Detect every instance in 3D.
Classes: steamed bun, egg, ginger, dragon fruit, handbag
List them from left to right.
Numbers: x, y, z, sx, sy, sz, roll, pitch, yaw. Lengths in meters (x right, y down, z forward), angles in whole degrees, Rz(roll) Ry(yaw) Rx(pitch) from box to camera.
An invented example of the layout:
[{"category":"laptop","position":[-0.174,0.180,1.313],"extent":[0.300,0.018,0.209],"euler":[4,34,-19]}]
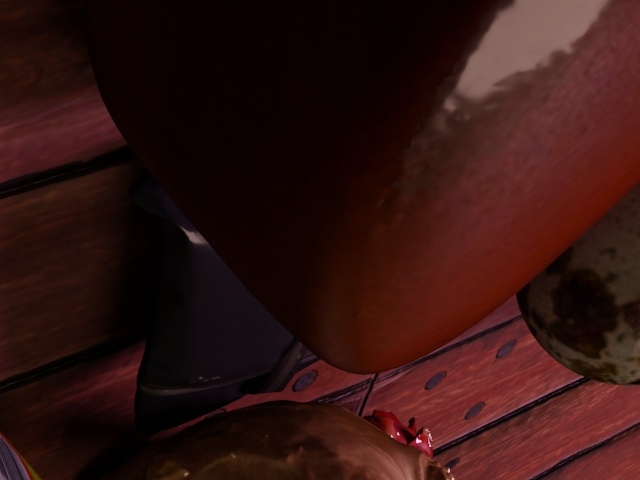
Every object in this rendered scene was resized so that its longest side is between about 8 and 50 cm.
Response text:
[{"category":"ginger","position":[-0.023,0.202,1.046],"extent":[0.236,0.166,0.375],"euler":[-19,149,0]},{"category":"handbag","position":[0.000,0.000,0.924],"extent":[0.254,0.089,0.211],"euler":[-25,142,-27]},{"category":"dragon fruit","position":[0.032,0.174,1.235],"extent":[0.112,0.068,0.126],"euler":[-31,141,-7]},{"category":"steamed bun","position":[0.072,-0.141,0.654],"extent":[0.379,0.235,0.248],"euler":[-45,155,6]},{"category":"egg","position":[0.243,0.018,1.173],"extent":[0.231,0.169,0.169],"euler":[-14,142,-46]}]

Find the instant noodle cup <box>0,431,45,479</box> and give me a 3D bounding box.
[{"category":"instant noodle cup","position":[-0.224,0.173,0.723],"extent":[0.294,0.294,0.308],"euler":[-34,144,-15]}]
